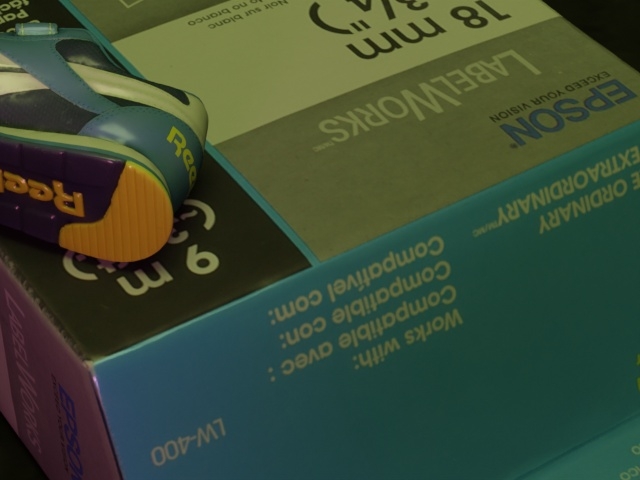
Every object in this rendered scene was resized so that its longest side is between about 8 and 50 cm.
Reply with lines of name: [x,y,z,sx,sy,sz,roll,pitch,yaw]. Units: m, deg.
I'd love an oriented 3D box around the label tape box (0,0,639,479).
label tape box: [0.000,0.000,0.625,0.240,0.106,0.333,-24,47,-25]

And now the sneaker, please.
sneaker: [-0.101,-0.041,0.554,0.144,0.053,0.059,22,48,12]
